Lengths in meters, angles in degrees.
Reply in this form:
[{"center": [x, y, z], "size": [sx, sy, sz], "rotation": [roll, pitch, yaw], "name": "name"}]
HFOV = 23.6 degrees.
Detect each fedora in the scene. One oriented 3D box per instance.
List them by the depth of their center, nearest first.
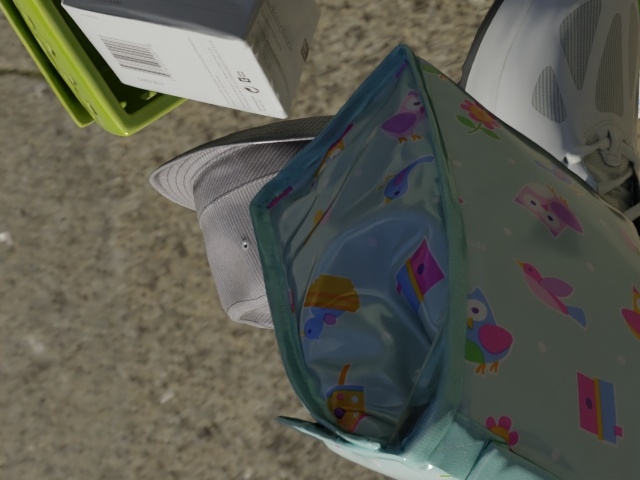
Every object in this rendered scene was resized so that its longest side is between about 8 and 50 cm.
[{"center": [0.000, 0.000, 1.210], "size": [0.275, 0.243, 0.124], "rotation": [-13, 68, 31], "name": "fedora"}]

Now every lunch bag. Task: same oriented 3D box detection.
[{"center": [0.093, 0.062, 0.765], "size": [0.223, 0.262, 0.160], "rotation": [33, 114, -28], "name": "lunch bag"}]

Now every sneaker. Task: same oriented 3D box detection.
[{"center": [0.223, 0.027, 1.068], "size": [0.257, 0.169, 0.448], "rotation": [17, 106, 49], "name": "sneaker"}]

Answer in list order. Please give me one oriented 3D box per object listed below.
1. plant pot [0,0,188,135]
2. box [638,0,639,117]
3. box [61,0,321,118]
[{"center": [-0.213, -0.256, 1.650], "size": [0.228, 0.227, 0.207], "rotation": [58, 159, -14], "name": "plant pot"}, {"center": [0.302, -0.196, 1.532], "size": [0.103, 0.114, 0.203], "rotation": [30, 137, -35], "name": "box"}, {"center": [-0.114, -0.214, 1.416], "size": [0.182, 0.181, 0.119], "rotation": [13, 76, 15], "name": "box"}]
